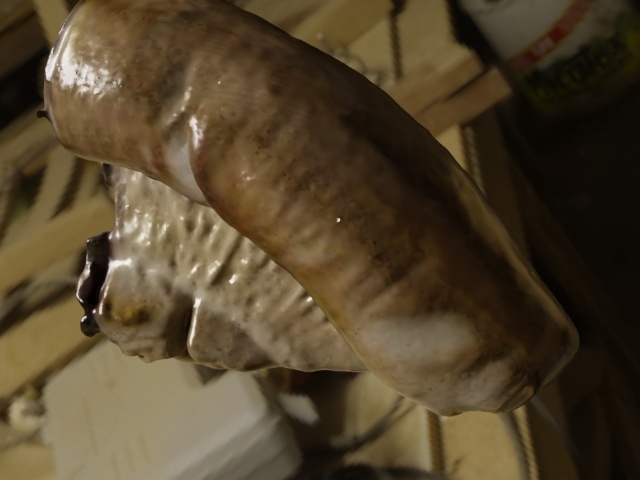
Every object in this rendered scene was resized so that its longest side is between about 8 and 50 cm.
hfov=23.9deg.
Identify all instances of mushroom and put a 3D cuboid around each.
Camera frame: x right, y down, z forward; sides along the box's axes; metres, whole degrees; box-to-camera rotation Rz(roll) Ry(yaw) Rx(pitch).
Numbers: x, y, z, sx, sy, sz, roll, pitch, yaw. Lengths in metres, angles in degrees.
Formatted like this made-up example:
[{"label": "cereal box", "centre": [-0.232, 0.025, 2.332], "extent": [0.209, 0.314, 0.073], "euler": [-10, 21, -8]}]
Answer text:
[{"label": "mushroom", "centre": [0.011, -0.032, 1.147], "extent": [0.397, 0.314, 0.224], "euler": [13, 35, 28]}]
